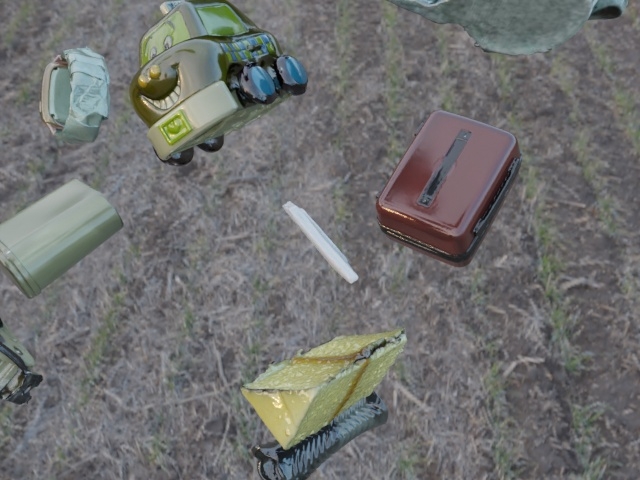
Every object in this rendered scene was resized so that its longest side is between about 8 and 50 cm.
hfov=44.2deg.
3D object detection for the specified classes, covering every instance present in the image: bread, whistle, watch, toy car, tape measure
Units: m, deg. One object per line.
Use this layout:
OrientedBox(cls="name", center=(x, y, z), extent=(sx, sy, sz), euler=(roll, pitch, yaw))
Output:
OrientedBox(cls="bread", center=(0.010, 0.228, 1.281), extent=(0.178, 0.141, 0.266), euler=(9, 16, 39))
OrientedBox(cls="whistle", center=(0.213, -0.379, 1.099), extent=(0.405, 0.188, 0.168), euler=(3, 55, 24))
OrientedBox(cls="watch", center=(-0.598, -0.362, 1.949), extent=(0.162, 0.241, 0.253), euler=(4, 79, -27))
OrientedBox(cls="toy car", center=(-0.158, -0.234, 1.071), extent=(0.204, 0.198, 0.248), euler=(-27, 6, 34))
OrientedBox(cls="tape measure", center=(-0.670, 0.178, 1.466), extent=(0.133, 0.231, 0.271), euler=(-48, 63, -1))

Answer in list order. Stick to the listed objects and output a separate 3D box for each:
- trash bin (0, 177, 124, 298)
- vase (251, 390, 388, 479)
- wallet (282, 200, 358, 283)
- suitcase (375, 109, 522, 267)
OrientedBox(cls="trash bin", center=(-0.572, -0.013, 1.677), extent=(0.247, 0.121, 0.243), euler=(-39, 35, -20))
OrientedBox(cls="vase", center=(0.007, 0.348, 1.382), extent=(0.237, 0.115, 0.115), euler=(-27, 48, -28))
OrientedBox(cls="wallet", center=(0.000, 0.000, 1.425), extent=(0.032, 0.183, 0.124), euler=(-40, 7, 0))
OrientedBox(cls="suitcase", center=(0.273, -0.112, 1.668), extent=(0.236, 0.161, 0.297), euler=(24, 71, 25))
